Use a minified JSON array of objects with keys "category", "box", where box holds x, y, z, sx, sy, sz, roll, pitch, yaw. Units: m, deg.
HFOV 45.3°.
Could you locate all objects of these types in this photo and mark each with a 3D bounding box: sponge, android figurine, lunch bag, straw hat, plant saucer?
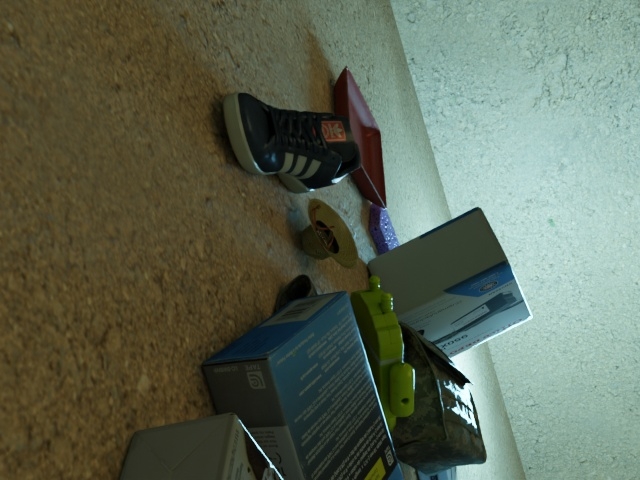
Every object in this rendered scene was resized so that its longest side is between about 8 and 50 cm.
[{"category":"sponge","box":[0.171,0.011,1.918,0.117,0.031,0.210,-80,151,-51]},{"category":"android figurine","box":[0.102,0.196,1.356,0.248,0.056,0.272,-124,-151,-62]},{"category":"lunch bag","box":[0.227,0.326,1.626,0.235,0.169,0.286,42,34,-50]},{"category":"straw hat","box":[0.000,0.000,1.348,0.144,0.061,0.144,44,28,-31]},{"category":"plant saucer","box":[0.091,-0.238,1.832,0.259,0.048,0.258,53,29,-51]}]

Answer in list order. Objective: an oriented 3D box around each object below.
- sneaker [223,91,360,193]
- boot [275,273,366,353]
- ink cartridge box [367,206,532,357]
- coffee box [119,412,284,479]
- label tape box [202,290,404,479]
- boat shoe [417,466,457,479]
[{"category":"sneaker","box":[-0.031,-0.167,1.231,0.350,0.148,0.131,16,63,-70]},{"category":"boot","box":[0.000,0.145,1.248,0.208,0.076,0.189,61,20,-22]},{"category":"ink cartridge box","box":[0.323,0.123,1.833,0.395,0.286,0.166,46,19,-58]},{"category":"coffee box","box":[-0.082,0.331,0.752,0.168,0.119,0.297,-84,154,-49]},{"category":"label tape box","box":[-0.005,0.264,1.002,0.241,0.106,0.333,-30,106,-61]},{"category":"boat shoe","box":[0.268,0.504,1.752,0.088,0.096,0.267,28,52,-73]}]
